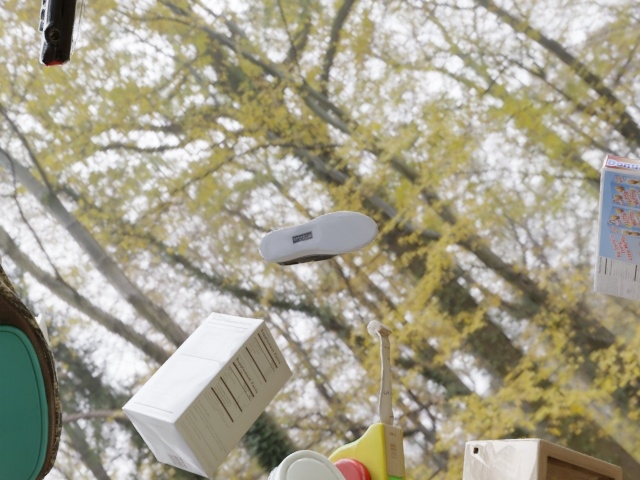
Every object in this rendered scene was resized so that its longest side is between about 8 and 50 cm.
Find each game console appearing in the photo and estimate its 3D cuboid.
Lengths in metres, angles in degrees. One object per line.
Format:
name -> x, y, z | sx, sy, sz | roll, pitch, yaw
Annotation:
game console -> -0.290, -0.419, 1.021 | 0.060, 0.342, 0.386 | 8, -71, -15

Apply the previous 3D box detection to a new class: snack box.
snack box -> 0.306, -0.006, 0.851 | 0.022, 0.064, 0.178 | -57, -31, -34

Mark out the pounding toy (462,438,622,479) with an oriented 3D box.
pounding toy -> 0.205, 0.297, 0.767 | 0.181, 0.206, 0.094 | 24, -26, -35

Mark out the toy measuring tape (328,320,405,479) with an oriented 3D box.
toy measuring tape -> 0.054, 0.281, 1.220 | 0.122, 0.330, 0.121 | -2, -22, -1

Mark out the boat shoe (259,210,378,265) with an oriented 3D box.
boat shoe -> 0.000, 0.000, 0.994 | 0.142, 0.049, 0.040 | -10, -20, 18

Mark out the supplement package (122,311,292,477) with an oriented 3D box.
supplement package -> -0.185, 0.255, 1.476 | 0.244, 0.139, 0.133 | -48, -54, -35

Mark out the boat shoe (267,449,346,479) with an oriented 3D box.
boat shoe -> 0.030, 0.387, 0.941 | 0.116, 0.319, 0.099 | -13, -27, -40

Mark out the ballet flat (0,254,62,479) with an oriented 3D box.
ballet flat -> -0.433, 0.079, 1.090 | 0.164, 0.182, 0.482 | -14, -66, 5
